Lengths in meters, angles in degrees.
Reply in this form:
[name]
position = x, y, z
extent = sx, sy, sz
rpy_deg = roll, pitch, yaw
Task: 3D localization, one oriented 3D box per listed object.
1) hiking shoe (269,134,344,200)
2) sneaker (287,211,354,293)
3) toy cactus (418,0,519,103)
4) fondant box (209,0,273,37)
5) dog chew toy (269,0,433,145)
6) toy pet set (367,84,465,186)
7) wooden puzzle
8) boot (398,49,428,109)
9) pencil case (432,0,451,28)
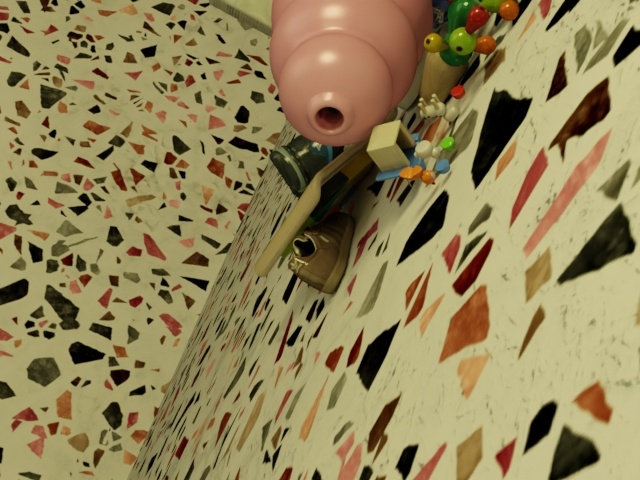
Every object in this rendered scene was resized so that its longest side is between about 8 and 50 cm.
[hiking shoe]
position = -0.008, -0.142, 1.767
extent = 0.132, 0.113, 0.304
rpy_deg = -32, 4, 1
[sneaker]
position = 0.000, 0.000, 1.296
extent = 0.066, 0.071, 0.188
rpy_deg = -59, 10, 23
[toy cactus]
position = 0.150, -0.239, 1.098
extent = 0.219, 0.112, 0.180
rpy_deg = -89, 16, -52
[fondant box]
position = 0.018, -0.417, 1.568
extent = 0.238, 0.330, 0.096
rpy_deg = -63, 8, -1
[dog chew toy]
position = 0.031, -0.232, 1.171
extent = 0.206, 0.206, 0.332
rpy_deg = -56, 14, 37
[toy pet set]
position = 0.111, -0.092, 1.046
extent = 0.114, 0.065, 0.122
rpy_deg = -10, 47, 34
[wooden puzzle]
position = 0.014, -0.067, 1.376
extent = 0.238, 0.044, 0.221
rpy_deg = -49, -3, -42
[boot]
position = 0.087, -0.264, 1.400
extent = 0.095, 0.123, 0.258
rpy_deg = -61, 9, 11
[pencil case]
position = 0.067, -0.389, 1.400
extent = 0.119, 0.306, 0.133
rpy_deg = -39, -41, -44
